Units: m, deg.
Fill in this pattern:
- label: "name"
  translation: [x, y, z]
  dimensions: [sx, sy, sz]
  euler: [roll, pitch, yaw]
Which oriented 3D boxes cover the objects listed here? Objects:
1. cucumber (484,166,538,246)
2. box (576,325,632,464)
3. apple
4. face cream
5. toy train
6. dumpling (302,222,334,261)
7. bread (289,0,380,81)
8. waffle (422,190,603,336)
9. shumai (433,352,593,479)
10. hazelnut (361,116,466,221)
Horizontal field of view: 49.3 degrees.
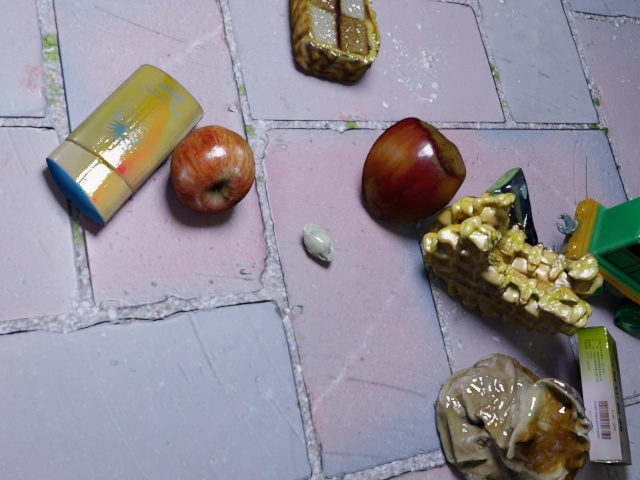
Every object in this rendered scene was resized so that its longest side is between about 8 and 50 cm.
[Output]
- label: "cucumber"
  translation: [0.421, -0.067, 1.517]
  dimensions: [0.115, 0.086, 0.193]
  euler: [-7, 82, -31]
- label: "box"
  translation: [0.576, 0.320, 1.418]
  dimensions: [0.175, 0.062, 0.260]
  euler: [33, 54, -55]
- label: "apple"
  translation: [-0.182, -0.124, 1.184]
  dimensions: [0.146, 0.146, 0.131]
  euler: [0, 49, -27]
- label: "face cream"
  translation: [-0.327, -0.166, 1.165]
  dimensions: [0.139, 0.067, 0.285]
  euler: [38, 60, -8]
- label: "toy train"
  translation: [0.705, 0.051, 1.518]
  dimensions: [0.429, 0.249, 0.178]
  euler: [33, 61, -14]
- label: "dumpling"
  translation: [0.000, 0.001, 1.294]
  dimensions: [0.077, 0.043, 0.059]
  euler: [33, 42, 4]
- label: "bread"
  translation: [0.025, -0.442, 1.429]
  dimensions: [0.181, 0.096, 0.222]
  euler: [5, 69, -26]
- label: "waffle"
  translation: [0.360, 0.048, 1.335]
  dimensions: [0.324, 0.261, 0.151]
  euler: [38, 67, -8]
- label: "shumai"
  translation: [0.405, 0.327, 1.262]
  dimensions: [0.314, 0.262, 0.267]
  euler: [12, 68, -25]
- label: "hazelnut"
  translation: [0.175, -0.125, 1.359]
  dimensions: [0.208, 0.208, 0.208]
  euler: [9, 69, -25]
